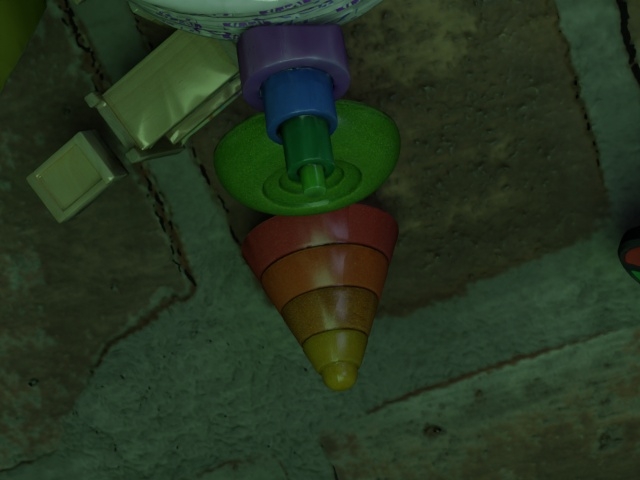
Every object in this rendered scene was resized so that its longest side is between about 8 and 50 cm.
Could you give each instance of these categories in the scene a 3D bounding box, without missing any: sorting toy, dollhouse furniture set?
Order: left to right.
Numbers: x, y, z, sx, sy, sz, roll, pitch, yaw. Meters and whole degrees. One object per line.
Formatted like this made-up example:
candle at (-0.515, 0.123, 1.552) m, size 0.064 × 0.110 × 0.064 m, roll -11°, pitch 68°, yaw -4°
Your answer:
dollhouse furniture set at (-0.150, -0.135, 1.107) m, size 0.182 × 0.101 × 0.161 m, roll -38°, pitch 86°, yaw 17°
sorting toy at (0.000, 0.000, 1.031) m, size 0.127 × 0.126 × 0.365 m, roll -8°, pitch 155°, yaw 0°

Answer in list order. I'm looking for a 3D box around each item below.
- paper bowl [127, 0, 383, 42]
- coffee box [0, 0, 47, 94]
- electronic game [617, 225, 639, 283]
paper bowl at (-0.039, -0.264, 0.954) m, size 0.284 × 0.148 × 0.284 m, roll -1°, pitch 85°, yaw 9°
coffee box at (-0.387, -0.212, 0.909) m, size 0.334 × 0.338 × 0.338 m, roll -12°, pitch 115°, yaw 5°
electronic game at (0.327, 0.044, 1.120) m, size 0.229 × 0.229 × 0.048 m, roll 26°, pitch 80°, yaw -13°
